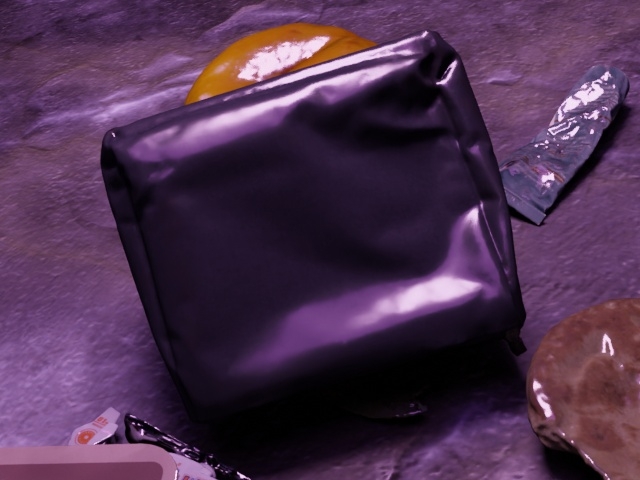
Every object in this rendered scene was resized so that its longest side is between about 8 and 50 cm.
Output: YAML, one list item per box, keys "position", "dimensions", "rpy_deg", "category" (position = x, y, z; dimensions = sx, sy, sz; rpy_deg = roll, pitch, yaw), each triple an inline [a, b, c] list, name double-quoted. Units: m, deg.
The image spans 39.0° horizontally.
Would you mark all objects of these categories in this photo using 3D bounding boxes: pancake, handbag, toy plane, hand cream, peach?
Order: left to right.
- position: [-0.116, 0.181, 0.671]
  dimensions: [0.197, 0.053, 0.078]
  rpy_deg: [17, 38, 30]
  category: "toy plane"
- position: [-0.030, -0.137, 0.967]
  dimensions: [0.251, 0.153, 0.251]
  rpy_deg: [-4, 32, 3]
  category: "peach"
- position: [0.000, -0.001, 0.756]
  dimensions: [0.301, 0.275, 0.178]
  rpy_deg: [-17, -3, -3]
  category: "handbag"
- position: [0.254, -0.114, 0.943]
  dimensions: [0.075, 0.052, 0.248]
  rpy_deg: [20, 48, 34]
  category: "hand cream"
- position: [0.264, 0.128, 0.648]
  dimensions: [0.236, 0.042, 0.222]
  rpy_deg: [24, 45, 32]
  category: "pancake"

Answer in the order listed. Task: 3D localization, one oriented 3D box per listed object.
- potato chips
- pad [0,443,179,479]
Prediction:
- position: [0.035, 0.080, 0.778]
  dimensions: [0.142, 0.026, 0.209]
  rpy_deg: [-11, 38, -4]
  category: "potato chips"
- position: [-0.223, 0.195, 0.539]
  dimensions: [0.266, 0.002, 0.176]
  rpy_deg: [-4, 39, 8]
  category: "pad"
